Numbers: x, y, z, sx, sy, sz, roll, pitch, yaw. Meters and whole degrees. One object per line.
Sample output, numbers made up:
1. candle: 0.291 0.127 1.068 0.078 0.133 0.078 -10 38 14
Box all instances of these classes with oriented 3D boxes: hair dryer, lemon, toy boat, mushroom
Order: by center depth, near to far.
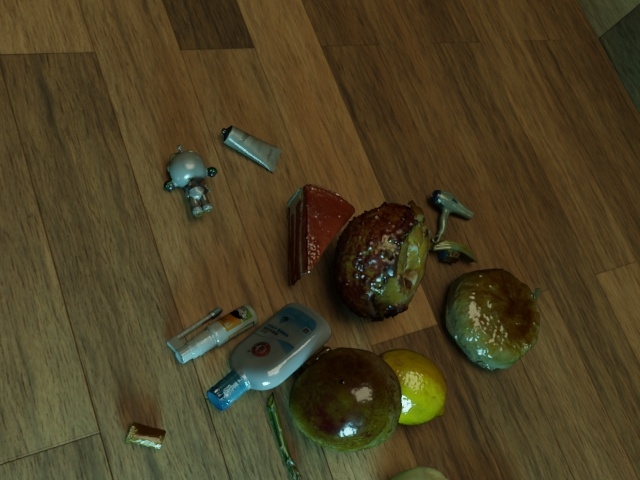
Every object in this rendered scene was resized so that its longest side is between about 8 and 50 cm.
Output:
1. mushroom: 0.046 0.376 1.661 0.283 0.263 0.195 39 7 39
2. lemon: 0.223 0.381 1.775 0.257 0.188 0.188 35 55 -10
3. toy boat: 0.415 0.039 2.121 0.172 0.065 0.066 13 83 -26
4. hair dryer: 0.426 -0.057 2.186 0.167 0.067 0.199 11 72 -29

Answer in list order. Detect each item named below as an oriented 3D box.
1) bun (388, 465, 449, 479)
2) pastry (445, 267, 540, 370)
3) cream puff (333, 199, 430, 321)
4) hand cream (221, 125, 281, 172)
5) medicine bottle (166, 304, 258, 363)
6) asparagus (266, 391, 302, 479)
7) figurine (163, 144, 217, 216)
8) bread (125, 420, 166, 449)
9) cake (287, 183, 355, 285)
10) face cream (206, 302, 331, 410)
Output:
1. bun: 0.253 0.667 1.671 0.229 0.145 0.229 -1 86 14
2. pastry: 0.520 0.233 2.035 0.330 0.136 0.329 12 62 -24
3. cream puff: 0.155 0.056 1.849 0.229 0.350 0.350 12 51 25
4. hand cream: -0.202 -0.272 1.957 0.186 0.054 0.087 27 61 -22
5. medicine bottle: -0.266 0.222 1.678 0.221 0.061 0.092 -29 58 -35
6. asparagus: -0.091 0.486 1.651 0.027 0.034 0.236 -5 70 -49
7. figurine: -0.341 -0.156 1.802 0.147 0.093 0.197 -19 84 -11
8. bread: -0.390 0.436 1.516 0.083 0.036 0.047 21 50 -16
9. cake: 0.000 0.000 1.863 0.160 0.158 0.262 9 64 -22
10. face cream: -0.134 0.286 1.668 0.163 0.080 0.337 28 51 36
